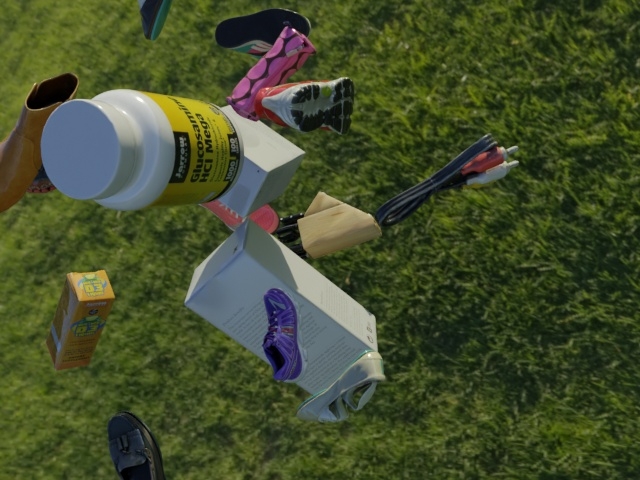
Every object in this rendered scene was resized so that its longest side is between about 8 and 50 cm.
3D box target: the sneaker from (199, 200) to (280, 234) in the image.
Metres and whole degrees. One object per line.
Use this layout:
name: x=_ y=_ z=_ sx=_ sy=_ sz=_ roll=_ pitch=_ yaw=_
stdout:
sneaker: x=-0.257 y=-0.103 z=1.881 sx=0.116 sy=0.313 sz=0.136 roll=-62 pitch=0 yaw=-8

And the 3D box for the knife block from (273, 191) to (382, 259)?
knife block: x=0.000 y=0.000 z=1.956 sx=0.275 sy=0.088 sz=0.242 roll=27 pitch=81 yaw=28

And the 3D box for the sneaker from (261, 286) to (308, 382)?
sneaker: x=-0.069 y=0.158 z=1.185 sx=0.068 sy=0.071 sz=0.170 roll=-38 pitch=58 yaw=40

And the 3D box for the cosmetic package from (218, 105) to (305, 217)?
cosmetic package: x=-0.192 y=-0.193 z=1.635 sx=0.224 sy=0.224 sz=0.138 roll=36 pitch=118 yaw=8

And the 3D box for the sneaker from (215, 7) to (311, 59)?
sneaker: x=-0.138 y=-0.596 z=2.029 sx=0.295 sy=0.178 sz=0.124 roll=4 pitch=99 yaw=24

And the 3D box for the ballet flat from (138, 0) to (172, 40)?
ballet flat: x=-0.356 y=-0.582 z=1.550 sx=0.280 sy=0.096 sz=0.095 roll=-50 pitch=12 yaw=35

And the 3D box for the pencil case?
pencil case: x=-0.102 y=-0.337 z=1.420 sx=0.209 sy=0.095 sz=0.098 roll=-50 pitch=33 yaw=6

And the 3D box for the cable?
cable: x=0.237 y=-0.102 z=1.280 sx=0.287 sy=0.139 sz=0.072 roll=-31 pitch=71 yaw=-7

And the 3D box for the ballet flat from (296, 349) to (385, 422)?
ballet flat: x=0.043 y=0.317 z=1.398 sx=0.248 sy=0.086 sz=0.086 roll=-47 pitch=45 yaw=30

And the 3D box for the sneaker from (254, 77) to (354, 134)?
sneaker: x=-0.024 y=-0.255 z=1.280 sx=0.118 sy=0.279 sz=0.108 roll=13 pitch=102 yaw=26

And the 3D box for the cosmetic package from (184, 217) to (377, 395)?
cosmetic package: x=-0.091 y=0.181 z=1.776 sx=0.230 sy=0.453 sz=0.162 roll=-41 pitch=23 yaw=23

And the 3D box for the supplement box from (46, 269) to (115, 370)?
supplement box: x=-0.486 y=0.162 z=1.398 sx=0.080 sy=0.078 sz=0.233 roll=57 pitch=134 yaw=32

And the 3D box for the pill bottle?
pill bottle: x=-0.277 y=-0.144 z=1.127 sx=0.187 sy=0.334 sz=0.188 roll=3 pitch=97 yaw=22

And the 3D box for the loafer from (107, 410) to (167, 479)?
loafer: x=-0.390 y=0.496 z=1.498 sx=0.096 sy=0.084 sz=0.268 roll=-28 pitch=83 yaw=5

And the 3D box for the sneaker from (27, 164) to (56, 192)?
sneaker: x=-0.672 y=-0.188 z=1.788 sx=0.135 sy=0.275 sz=0.098 roll=105 pitch=158 yaw=-66

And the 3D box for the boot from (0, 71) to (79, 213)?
boot: x=-0.579 y=-0.192 z=1.340 sx=0.211 sy=0.104 sz=0.295 roll=-44 pitch=14 yaw=55
